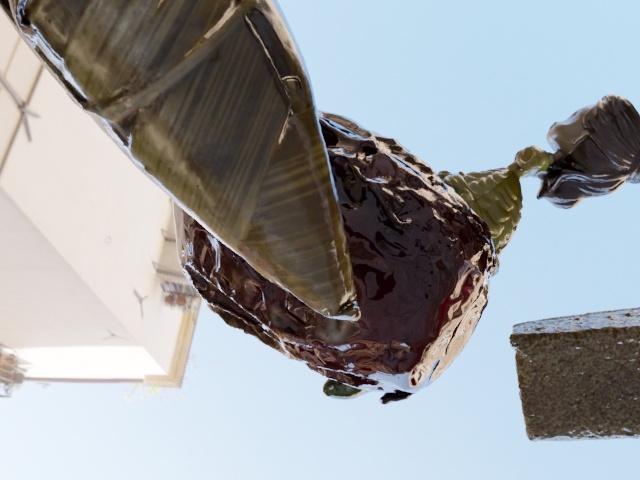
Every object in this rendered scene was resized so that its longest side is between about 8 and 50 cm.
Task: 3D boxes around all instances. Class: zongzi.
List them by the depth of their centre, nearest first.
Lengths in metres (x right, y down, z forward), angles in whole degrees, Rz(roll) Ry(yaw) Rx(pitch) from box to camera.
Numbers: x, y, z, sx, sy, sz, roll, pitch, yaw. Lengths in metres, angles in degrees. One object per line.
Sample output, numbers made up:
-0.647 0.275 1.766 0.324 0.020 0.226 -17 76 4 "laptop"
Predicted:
-0.075 -0.098 0.413 0.134 0.286 0.288 -34 -73 1 "zongzi"

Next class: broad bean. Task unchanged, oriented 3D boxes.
0.075 0.190 0.856 0.069 0.227 0.039 -22 -109 22 "broad bean"

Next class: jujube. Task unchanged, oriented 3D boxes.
0.000 0.000 0.662 0.377 0.258 0.258 29 -113 33 "jujube"

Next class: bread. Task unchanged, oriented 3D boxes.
0.417 0.202 0.951 0.234 0.110 0.184 -10 -80 26 "bread"

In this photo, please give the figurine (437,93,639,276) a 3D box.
0.271 -0.081 0.831 0.315 0.187 0.168 -34 -128 5 "figurine"
